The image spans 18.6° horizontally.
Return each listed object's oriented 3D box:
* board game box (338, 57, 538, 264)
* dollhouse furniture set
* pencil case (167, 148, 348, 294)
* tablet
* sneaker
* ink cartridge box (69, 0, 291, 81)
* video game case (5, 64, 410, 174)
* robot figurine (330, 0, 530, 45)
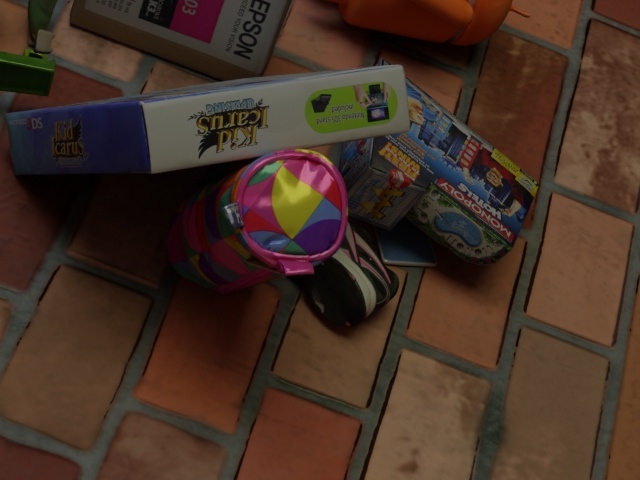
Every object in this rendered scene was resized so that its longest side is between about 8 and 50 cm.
[{"bbox_3d":[0.091,-0.054,1.773,0.194,0.060,0.194,38,31,-3],"label":"board game box"},{"bbox_3d":[-0.271,-0.194,1.774,0.058,0.076,0.151,9,47,-16],"label":"dollhouse furniture set"},{"bbox_3d":[-0.054,-0.010,1.588,0.104,0.236,0.104,2,84,-17],"label":"pencil case"},{"bbox_3d":[0.073,-0.009,1.792,0.054,0.006,0.083,3,49,-20],"label":"tablet"},{"bbox_3d":[0.000,0.000,1.722,0.077,0.072,0.178,-16,64,-47],"label":"sneaker"},{"bbox_3d":[-0.110,-0.273,1.801,0.193,0.234,0.088,21,45,-2],"label":"ink cartridge box"},{"bbox_3d":[-0.100,-0.099,1.647,0.244,0.269,0.061,-10,97,-31],"label":"video game case"},{"bbox_3d":[0.100,-0.263,1.956,0.219,0.158,0.128,9,79,-15],"label":"robot figurine"}]
